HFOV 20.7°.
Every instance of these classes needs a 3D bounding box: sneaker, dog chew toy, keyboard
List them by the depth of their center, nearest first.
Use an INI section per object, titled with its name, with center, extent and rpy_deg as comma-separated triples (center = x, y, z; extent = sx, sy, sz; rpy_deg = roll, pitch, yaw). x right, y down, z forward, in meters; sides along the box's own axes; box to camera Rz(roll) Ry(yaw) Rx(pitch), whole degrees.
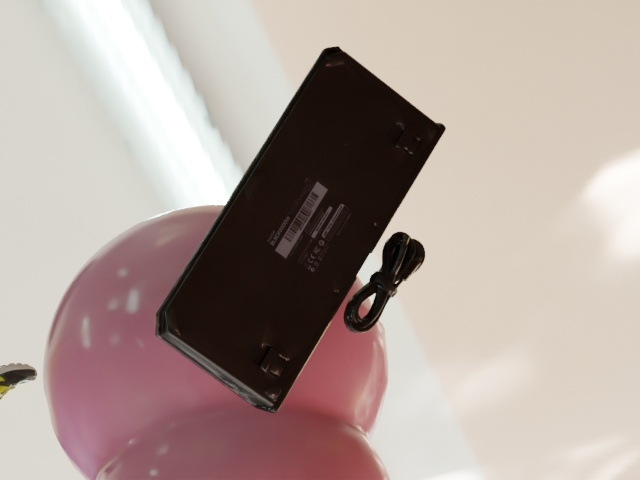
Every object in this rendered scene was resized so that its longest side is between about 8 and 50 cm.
[keyboard]
center = 0.000, 0.000, 0.899
extent = 0.108, 0.180, 0.023
rpy_deg = 36, 163, -16
[dog chew toy]
center = -0.048, 0.147, 1.007
extent = 0.206, 0.206, 0.332
rpy_deg = 53, -157, -58
[sneaker]
center = -0.290, 0.133, 1.554
extent = 0.031, 0.083, 0.035
rpy_deg = -45, 61, 59
